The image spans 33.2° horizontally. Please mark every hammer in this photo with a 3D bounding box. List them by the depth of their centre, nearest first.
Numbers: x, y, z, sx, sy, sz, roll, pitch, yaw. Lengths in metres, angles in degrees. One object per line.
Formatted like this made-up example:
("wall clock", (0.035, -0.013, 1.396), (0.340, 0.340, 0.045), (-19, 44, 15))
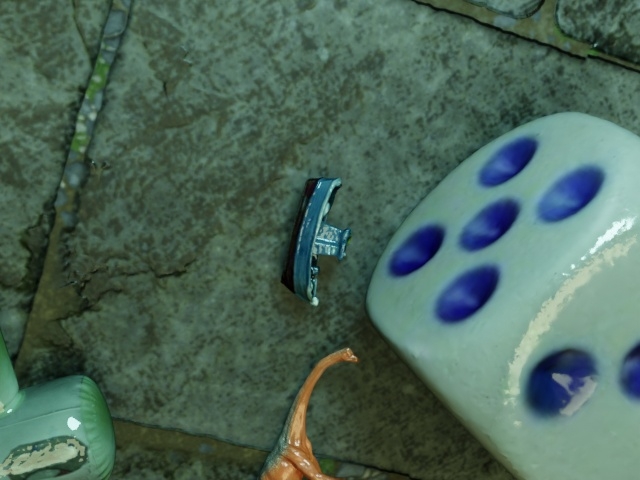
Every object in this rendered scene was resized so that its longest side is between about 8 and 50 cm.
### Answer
("hammer", (-0.332, 0.108, 1.042), (0.206, 0.119, 0.335), (-16, 102, -10))

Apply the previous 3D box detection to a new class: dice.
("dice", (0.246, 0.069, 1.066), (0.304, 0.304, 0.277), (-46, 111, 1))

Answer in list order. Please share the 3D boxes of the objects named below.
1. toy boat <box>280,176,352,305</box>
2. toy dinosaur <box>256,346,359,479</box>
("toy boat", (0.000, 0.000, 1.113), (0.061, 0.060, 0.137), (17, 98, 4))
("toy dinosaur", (-0.021, 0.246, 1.181), (0.101, 0.055, 0.279), (35, 97, 2))
